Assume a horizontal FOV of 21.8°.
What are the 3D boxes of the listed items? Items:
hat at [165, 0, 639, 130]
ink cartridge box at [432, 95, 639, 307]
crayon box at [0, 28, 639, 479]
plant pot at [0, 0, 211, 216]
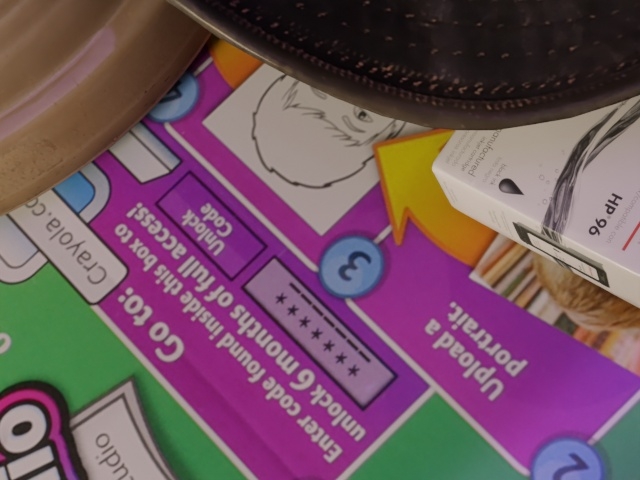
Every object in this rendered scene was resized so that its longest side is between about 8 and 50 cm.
[{"bbox_3d":[0.054,-0.198,0.384,0.331,0.134,0.331,-1,78,6],"label":"hat"},{"bbox_3d":[0.078,-0.015,0.436,0.083,0.028,0.048,29,79,25],"label":"ink cartridge box"},{"bbox_3d":[0.000,0.000,0.531,0.313,0.106,0.363,-44,62,-4],"label":"crayon box"},{"bbox_3d":[-0.146,-0.124,0.512,0.237,0.110,0.237,-8,63,16],"label":"plant pot"}]
